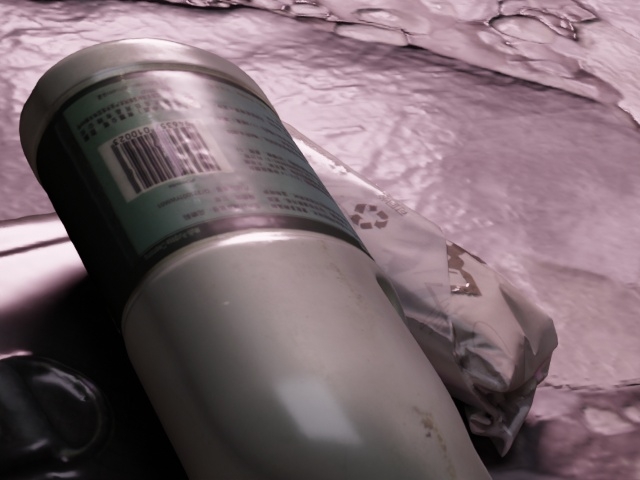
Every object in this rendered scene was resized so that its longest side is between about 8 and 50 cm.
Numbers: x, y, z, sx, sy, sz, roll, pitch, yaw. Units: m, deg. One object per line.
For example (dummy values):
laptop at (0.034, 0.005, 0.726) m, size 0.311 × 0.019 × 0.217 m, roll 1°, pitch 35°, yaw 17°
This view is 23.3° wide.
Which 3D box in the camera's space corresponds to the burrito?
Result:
burrito at (0.001, 0.000, 0.561) m, size 0.203 × 0.064 × 0.064 m, roll 34°, pitch 37°, yaw 25°

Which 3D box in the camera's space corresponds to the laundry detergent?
laundry detergent at (-0.007, 0.037, 0.438) m, size 0.099 × 0.070 × 0.225 m, roll 28°, pitch 23°, yaw -51°

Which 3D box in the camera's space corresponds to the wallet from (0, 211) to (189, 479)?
wallet at (-0.098, 0.054, 0.450) m, size 0.245 × 0.052 × 0.168 m, roll -14°, pitch 45°, yaw -41°
